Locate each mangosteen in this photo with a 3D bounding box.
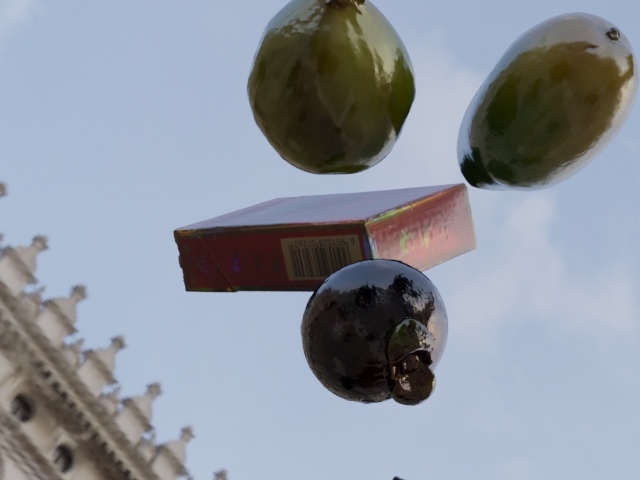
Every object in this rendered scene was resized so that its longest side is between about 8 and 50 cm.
[{"bbox_3d":[0.057,0.094,1.049,0.152,0.152,0.152,12,-52,16],"label":"mangosteen"}]

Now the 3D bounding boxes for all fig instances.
[{"bbox_3d":[0.007,-0.127,0.888,0.121,0.136,0.153,-23,-92,56],"label":"fig"}]

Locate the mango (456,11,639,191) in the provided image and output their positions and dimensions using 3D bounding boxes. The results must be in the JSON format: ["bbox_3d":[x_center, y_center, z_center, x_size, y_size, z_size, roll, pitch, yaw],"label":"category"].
[{"bbox_3d":[0.189,-0.108,0.946,0.114,0.156,0.251,27,-10,2],"label":"mango"}]

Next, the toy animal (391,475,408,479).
[{"bbox_3d":[0.092,0.462,1.594,0.121,0.225,0.094,34,-42,19],"label":"toy animal"}]

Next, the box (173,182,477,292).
[{"bbox_3d":[0.001,0.000,1.312,0.313,0.197,0.089,-1,-76,42],"label":"box"}]
